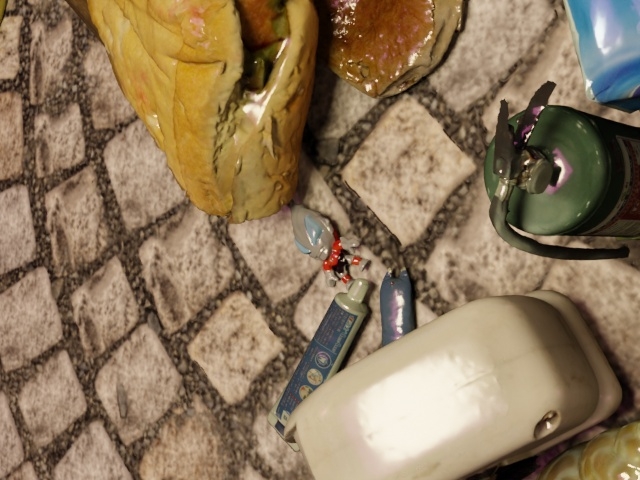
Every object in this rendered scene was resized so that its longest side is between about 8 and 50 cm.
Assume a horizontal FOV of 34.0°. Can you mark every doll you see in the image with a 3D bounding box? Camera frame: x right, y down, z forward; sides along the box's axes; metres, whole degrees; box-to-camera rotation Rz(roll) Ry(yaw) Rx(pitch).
[{"bbox_3d":[0.074,0.087,0.998,0.037,0.027,0.125,-4,83,36],"label":"doll"},{"bbox_3d":[-0.001,0.001,1.047,0.114,0.039,0.057,46,157,19],"label":"doll"}]

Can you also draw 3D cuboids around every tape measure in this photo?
[{"bbox_3d":[0.100,0.149,0.848,0.258,0.265,0.130,-32,72,24],"label":"tape measure"}]

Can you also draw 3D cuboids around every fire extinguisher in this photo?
[{"bbox_3d":[0.186,-0.045,0.750,0.093,0.294,0.118,26,105,33],"label":"fire extinguisher"}]

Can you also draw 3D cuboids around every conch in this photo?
[{"bbox_3d":[0.229,0.211,0.834,0.173,0.106,0.116,-20,58,49],"label":"conch"}]

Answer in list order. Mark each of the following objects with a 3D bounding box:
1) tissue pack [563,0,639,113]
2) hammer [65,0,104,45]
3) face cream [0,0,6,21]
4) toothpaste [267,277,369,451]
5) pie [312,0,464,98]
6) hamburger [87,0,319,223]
[{"bbox_3d":[0.311,-0.228,0.753,0.263,0.146,0.198,-19,80,35],"label":"tissue pack"},{"bbox_3d":[-0.248,-0.243,1.211,0.365,0.111,0.043,48,117,20],"label":"hammer"},{"bbox_3d":[-0.546,-0.345,1.372,0.218,0.179,0.218,-1,88,37],"label":"face cream"},{"bbox_3d":[0.001,0.120,1.045,0.057,0.034,0.197,42,116,36],"label":"toothpaste"},{"bbox_3d":[0.055,-0.239,1.007,0.195,0.046,0.195,-2,86,36],"label":"pie"},{"bbox_3d":[-0.097,-0.200,1.002,0.330,0.162,0.209,64,150,18],"label":"hamburger"}]
